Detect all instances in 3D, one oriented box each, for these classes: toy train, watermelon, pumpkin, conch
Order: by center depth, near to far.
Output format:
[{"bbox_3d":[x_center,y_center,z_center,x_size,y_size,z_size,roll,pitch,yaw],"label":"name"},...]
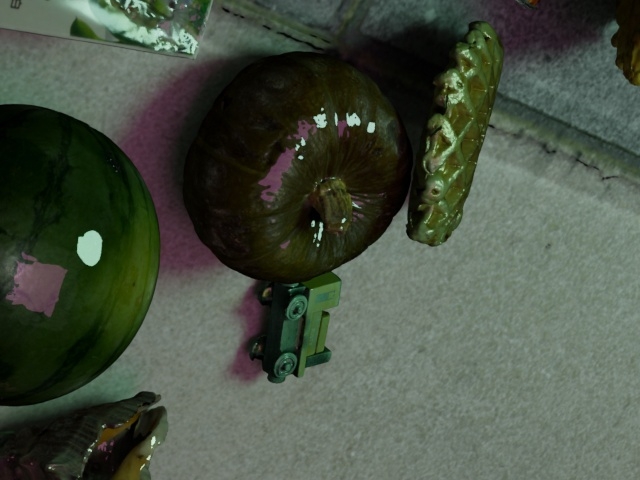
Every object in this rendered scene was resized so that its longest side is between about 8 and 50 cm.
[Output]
[{"bbox_3d":[-0.246,0.011,1.358,0.242,0.242,0.242,-15,123,-25],"label":"watermelon"},{"bbox_3d":[-0.018,-0.058,1.517,0.219,0.162,0.219,-18,129,-24],"label":"pumpkin"},{"bbox_3d":[-0.216,0.226,1.556,0.163,0.178,0.245,43,55,-3],"label":"conch"},{"bbox_3d":[-0.024,0.081,1.665,0.081,0.050,0.122,-16,126,-38],"label":"toy train"}]

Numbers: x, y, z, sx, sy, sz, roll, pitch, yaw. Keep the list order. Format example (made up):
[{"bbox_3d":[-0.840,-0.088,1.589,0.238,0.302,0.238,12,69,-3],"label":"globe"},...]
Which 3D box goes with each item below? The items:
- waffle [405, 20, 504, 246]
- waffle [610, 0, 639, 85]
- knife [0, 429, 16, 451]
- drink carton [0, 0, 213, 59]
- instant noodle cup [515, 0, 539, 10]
[{"bbox_3d":[0.126,-0.099,1.580,0.054,0.208,0.214,14,101,8],"label":"waffle"},{"bbox_3d":[0.341,-0.282,1.570,0.069,0.260,0.293,11,115,-1],"label":"waffle"},{"bbox_3d":[-0.372,0.198,1.530,0.207,0.014,0.030,-10,121,-30],"label":"knife"},{"bbox_3d":[-0.229,-0.264,1.281,0.324,0.132,0.194,6,112,-37],"label":"drink carton"},{"bbox_3d":[0.157,-0.340,1.403,0.296,0.296,0.214,29,105,-40],"label":"instant noodle cup"}]
